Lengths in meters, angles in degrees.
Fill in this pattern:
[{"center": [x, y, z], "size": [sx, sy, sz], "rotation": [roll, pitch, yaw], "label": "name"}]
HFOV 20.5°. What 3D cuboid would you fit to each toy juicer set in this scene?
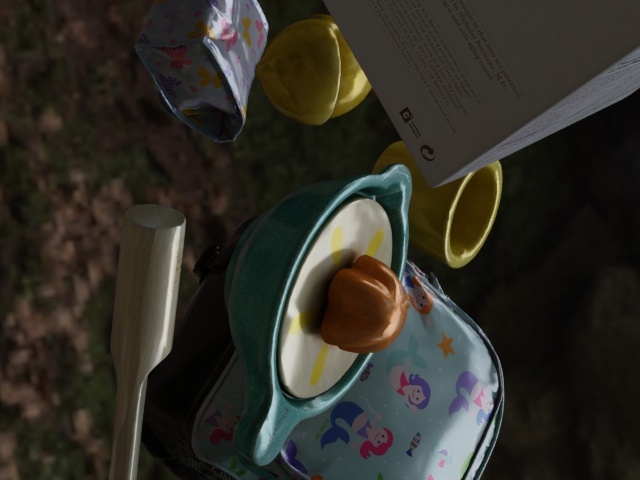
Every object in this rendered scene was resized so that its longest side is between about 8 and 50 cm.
[{"center": [0.000, 0.000, 0.897], "size": [0.089, 0.329, 0.209], "rotation": [21, -43, 27], "label": "toy juicer set"}]

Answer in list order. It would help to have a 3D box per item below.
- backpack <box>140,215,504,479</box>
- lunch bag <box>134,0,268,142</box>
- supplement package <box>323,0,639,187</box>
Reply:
[{"center": [0.020, 0.122, 1.314], "size": [0.191, 0.225, 0.253], "rotation": [5, -31, 50], "label": "backpack"}, {"center": [-0.061, -0.103, 0.962], "size": [0.083, 0.053, 0.071], "rotation": [60, 35, -47], "label": "lunch bag"}, {"center": [0.099, -0.163, 0.694], "size": [0.203, 0.149, 0.194], "rotation": [-35, -96, 50], "label": "supplement package"}]
